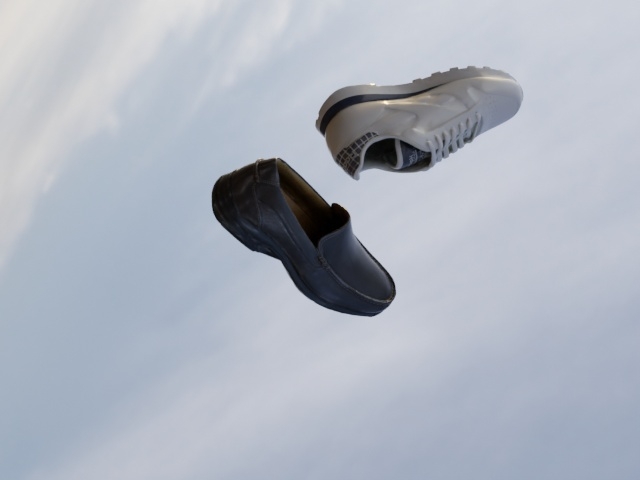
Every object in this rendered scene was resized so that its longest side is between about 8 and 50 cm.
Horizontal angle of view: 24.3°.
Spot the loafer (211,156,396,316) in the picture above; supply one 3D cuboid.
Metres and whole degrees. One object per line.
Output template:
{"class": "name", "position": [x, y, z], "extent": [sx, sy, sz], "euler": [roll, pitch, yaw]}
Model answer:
{"class": "loafer", "position": [0.000, 0.000, 1.087], "extent": [0.061, 0.170, 0.062], "euler": [-30, -141, 37]}

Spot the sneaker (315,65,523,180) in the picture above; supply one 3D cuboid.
{"class": "sneaker", "position": [0.115, -0.117, 1.563], "extent": [0.090, 0.235, 0.095], "euler": [96, -27, -46]}
